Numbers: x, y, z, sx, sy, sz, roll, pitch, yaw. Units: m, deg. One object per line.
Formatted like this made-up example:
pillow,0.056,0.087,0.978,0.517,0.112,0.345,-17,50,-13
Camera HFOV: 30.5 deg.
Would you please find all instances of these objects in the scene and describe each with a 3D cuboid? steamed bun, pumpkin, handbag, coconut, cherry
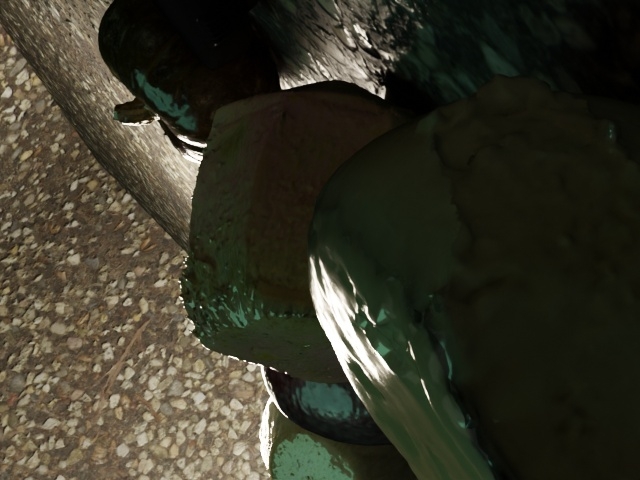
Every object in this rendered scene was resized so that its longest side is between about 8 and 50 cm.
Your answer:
steamed bun,0.156,0.062,0.621,0.334,0.233,0.312,57,172,-4
pumpkin,-0.145,-0.168,1.222,0.219,0.162,0.219,50,173,8
handbag,-0.165,-0.298,1.018,0.244,0.088,0.275,45,173,30
coconut,-0.001,-0.020,0.983,0.233,0.245,0.233,5,157,2
coconut,0.072,0.265,1.660,0.329,0.329,0.329,46,170,10
cherry,0.071,0.102,1.157,0.300,0.230,0.203,16,107,39
